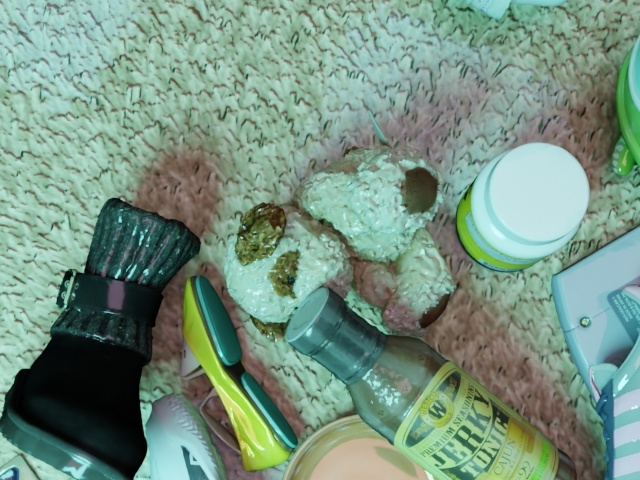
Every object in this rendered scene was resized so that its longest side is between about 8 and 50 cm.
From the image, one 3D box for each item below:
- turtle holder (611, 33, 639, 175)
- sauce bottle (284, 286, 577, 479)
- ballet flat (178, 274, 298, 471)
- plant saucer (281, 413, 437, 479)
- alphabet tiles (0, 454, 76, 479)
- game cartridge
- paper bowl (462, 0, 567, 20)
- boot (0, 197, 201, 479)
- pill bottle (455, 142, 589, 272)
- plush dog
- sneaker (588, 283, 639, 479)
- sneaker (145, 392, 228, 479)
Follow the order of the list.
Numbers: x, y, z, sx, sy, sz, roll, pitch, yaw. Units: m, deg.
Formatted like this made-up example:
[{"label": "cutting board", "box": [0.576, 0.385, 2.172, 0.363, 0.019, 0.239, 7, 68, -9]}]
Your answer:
[{"label": "turtle holder", "box": [0.470, -0.190, 1.173, 0.243, 0.227, 0.320, 41, 68, 12]}, {"label": "sauce bottle", "box": [0.113, 0.177, 1.137, 0.344, 0.111, 0.111, 37, 83, -15]}, {"label": "ballet flat", "box": [-0.111, 0.153, 1.213, 0.077, 0.077, 0.231, -31, 85, 12]}, {"label": "plant saucer", "box": [0.054, 0.292, 1.209, 0.199, 0.037, 0.200, 0, 83, 1]}, {"label": "alphabet tiles", "box": [-0.305, 0.425, 1.202, 0.285, 0.011, 0.342, -36, 84, -5]}, {"label": "game cartridge", "box": [0.395, 0.132, 1.225, 0.198, 0.062, 0.297, -30, 83, 0]}, {"label": "paper bowl", "box": [0.249, -0.370, 1.177, 0.148, 0.284, 0.284, 30, 83, 2]}, {"label": "boot", "box": [-0.205, 0.092, 1.094, 0.131, 0.348, 0.260, 33, 86, -23]}, {"label": "pill bottle", "box": [0.214, -0.034, 1.168, 0.119, 0.208, 0.119, 0, 82, -1]}, {"label": "plush dog", "box": [0.000, 0.000, 1.178, 0.225, 0.262, 0.210, -28, 50, -13]}, {"label": "sneaker", "box": [0.334, 0.196, 1.153, 0.131, 0.112, 0.319, 19, 84, 26]}, {"label": "sneaker", "box": [-0.181, 0.355, 1.137, 0.210, 0.137, 0.366, -14, 85, -5]}]
